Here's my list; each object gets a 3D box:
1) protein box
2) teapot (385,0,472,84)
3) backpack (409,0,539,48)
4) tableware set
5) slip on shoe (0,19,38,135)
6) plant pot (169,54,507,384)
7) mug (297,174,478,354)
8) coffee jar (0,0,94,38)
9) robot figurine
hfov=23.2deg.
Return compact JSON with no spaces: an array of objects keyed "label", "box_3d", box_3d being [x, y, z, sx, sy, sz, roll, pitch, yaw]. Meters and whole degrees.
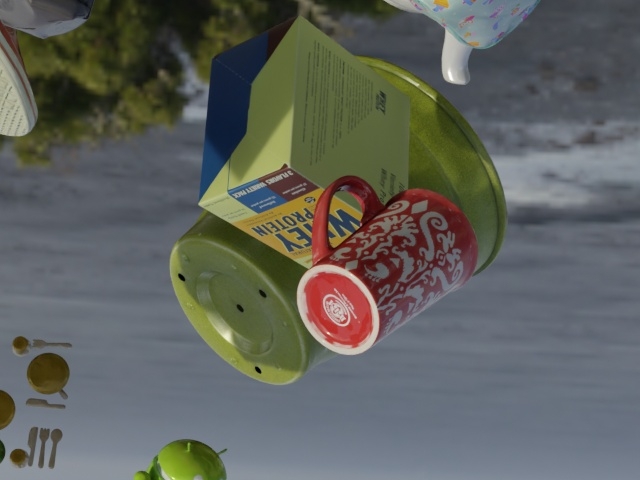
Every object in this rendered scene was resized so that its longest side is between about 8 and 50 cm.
[{"label":"protein box","box_3d":[-0.014,-0.102,1.745,0.136,0.200,0.201,-20,144,36]},{"label":"teapot","box_3d":[0.116,-0.351,1.743,0.252,0.256,0.187,28,145,-11]},{"label":"backpack","box_3d":[0.132,-0.259,1.455,0.152,0.115,0.182,-34,157,12]},{"label":"tableware set","box_3d":[-0.337,0.183,1.751,0.104,0.154,0.024,6,163,-4]},{"label":"slip on shoe","box_3d":[-0.411,-0.264,1.866,0.123,0.101,0.331,5,133,26]},{"label":"plant pot","box_3d":[0.000,0.000,2.072,0.353,0.366,0.366,-42,-160,-33]},{"label":"mug","box_3d":[0.046,0.025,1.484,0.150,0.113,0.169,27,-144,23]},{"label":"coffee jar","box_3d":[-0.220,-0.267,1.319,0.079,0.184,0.096,17,166,-25]},{"label":"robot figurine","box_3d":[-0.126,0.222,1.355,0.101,0.115,0.067,14,-155,-46]}]
